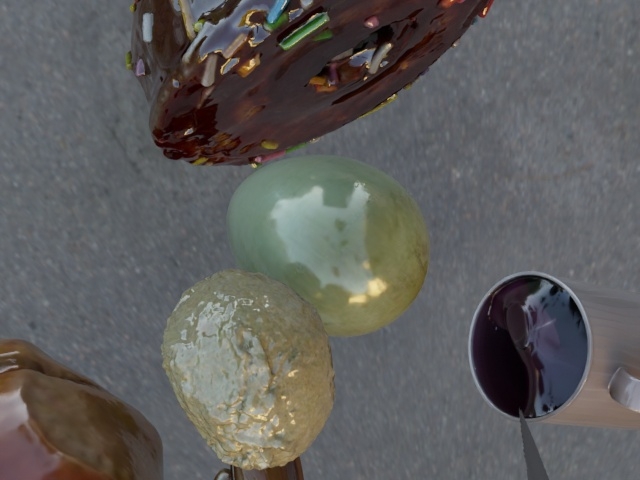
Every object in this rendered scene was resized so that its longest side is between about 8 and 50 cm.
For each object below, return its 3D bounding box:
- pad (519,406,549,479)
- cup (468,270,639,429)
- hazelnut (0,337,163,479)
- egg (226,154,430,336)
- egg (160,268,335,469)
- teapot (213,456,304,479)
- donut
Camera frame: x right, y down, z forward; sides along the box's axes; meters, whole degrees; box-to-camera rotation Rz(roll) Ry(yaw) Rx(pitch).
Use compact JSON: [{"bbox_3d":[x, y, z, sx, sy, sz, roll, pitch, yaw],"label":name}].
[{"bbox_3d":[0.091,0.156,0.394,0.004,0.116,0.193,-18,113,14],"label":"pad"},{"bbox_3d":[0.394,0.157,1.862,0.288,0.273,0.208,-13,71,49],"label":"cup"},{"bbox_3d":[-0.336,0.290,1.400,0.372,0.315,0.372,-3,57,5],"label":"hazelnut"},{"bbox_3d":[0.000,0.000,1.651,0.295,0.218,0.218,21,72,39],"label":"egg"},{"bbox_3d":[-0.049,0.084,0.888,0.116,0.118,0.140,-6,71,-41],"label":"egg"},{"bbox_3d":[-0.060,0.212,1.198,0.078,0.098,0.129,-11,85,10],"label":"teapot"},{"bbox_3d":[-0.002,-0.130,0.738,0.235,0.235,0.089,-29,77,-4],"label":"donut"}]
